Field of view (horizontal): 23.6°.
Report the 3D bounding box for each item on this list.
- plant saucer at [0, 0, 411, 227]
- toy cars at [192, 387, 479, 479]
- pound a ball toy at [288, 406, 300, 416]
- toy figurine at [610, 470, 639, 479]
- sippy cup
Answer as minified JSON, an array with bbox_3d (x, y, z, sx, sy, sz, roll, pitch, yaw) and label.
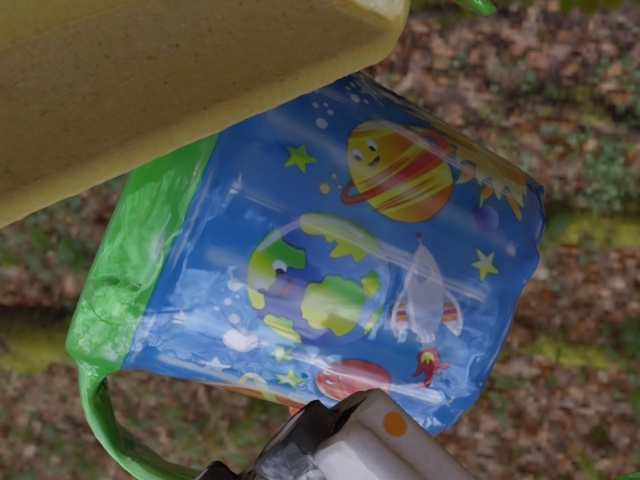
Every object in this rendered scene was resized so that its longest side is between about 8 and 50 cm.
[{"bbox_3d":[-0.112,-0.187,0.565,0.081,0.333,0.332,21,127,41],"label":"plant saucer"},{"bbox_3d":[0.033,0.180,0.678,0.176,0.087,0.393,19,140,30],"label":"toy cars"},{"bbox_3d":[0.023,0.203,1.532,0.136,0.319,0.208,11,150,2],"label":"pound a ball toy"},{"bbox_3d":[0.163,0.242,0.904,0.130,0.173,0.159,33,148,48],"label":"toy figurine"},{"bbox_3d":[0.000,0.000,0.886,0.224,0.240,0.305,22,132,-5],"label":"sippy cup"}]
